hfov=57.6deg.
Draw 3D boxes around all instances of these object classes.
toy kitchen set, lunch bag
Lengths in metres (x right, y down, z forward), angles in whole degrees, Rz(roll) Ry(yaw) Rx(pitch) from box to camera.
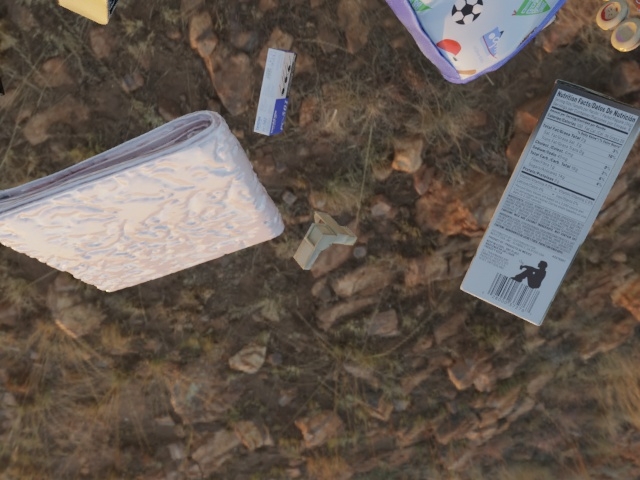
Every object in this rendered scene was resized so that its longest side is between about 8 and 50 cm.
[{"bbox_3d":[0.000,0.000,0.991,0.083,0.068,0.075,5,124,-44],"label":"toy kitchen set"},{"bbox_3d":[0.244,-0.469,0.855,0.385,0.239,0.328,-55,140,5],"label":"lunch bag"}]

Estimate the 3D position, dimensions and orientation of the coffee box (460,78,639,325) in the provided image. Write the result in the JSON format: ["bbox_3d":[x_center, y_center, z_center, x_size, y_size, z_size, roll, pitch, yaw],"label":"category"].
[{"bbox_3d":[0.316,-0.053,0.808,0.119,0.168,0.297,26,104,17],"label":"coffee box"}]

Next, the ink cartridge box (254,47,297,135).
[{"bbox_3d":[-0.113,-0.376,1.471,0.046,0.097,0.207,18,109,12],"label":"ink cartridge box"}]

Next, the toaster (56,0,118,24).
[{"bbox_3d":[-0.387,-0.498,1.013,0.110,0.168,0.186,25,167,-16],"label":"toaster"}]

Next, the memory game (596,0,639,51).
[{"bbox_3d":[0.384,-0.289,0.624,0.012,0.186,0.186,12,131,-35],"label":"memory game"}]

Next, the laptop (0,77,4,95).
[{"bbox_3d":[-0.469,-0.353,0.707,0.137,0.234,0.264,-27,160,11],"label":"laptop"}]

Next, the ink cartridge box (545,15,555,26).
[{"bbox_3d":[0.366,-0.644,1.291,0.091,0.308,0.384,-27,88,38],"label":"ink cartridge box"}]

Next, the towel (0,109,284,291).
[{"bbox_3d":[-0.231,-0.033,0.801,0.317,0.053,0.332,-19,160,3],"label":"towel"}]
